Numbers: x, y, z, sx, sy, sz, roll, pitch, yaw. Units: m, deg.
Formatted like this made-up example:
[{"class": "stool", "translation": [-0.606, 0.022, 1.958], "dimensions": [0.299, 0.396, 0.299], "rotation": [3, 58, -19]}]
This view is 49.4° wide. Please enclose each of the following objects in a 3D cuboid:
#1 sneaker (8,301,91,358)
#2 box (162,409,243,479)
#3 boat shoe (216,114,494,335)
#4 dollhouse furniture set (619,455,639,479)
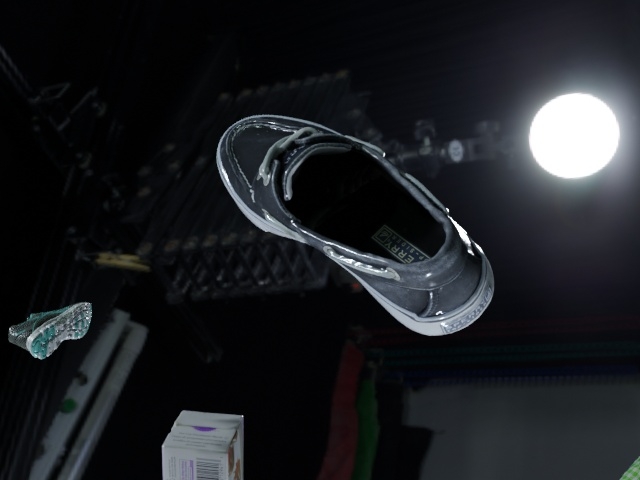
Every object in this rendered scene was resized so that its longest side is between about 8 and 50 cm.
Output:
[{"class": "sneaker", "translation": [-0.441, 0.135, 1.140], "dimensions": [0.166, 0.076, 0.065], "rotation": [-33, -45, -71]}, {"class": "box", "translation": [-0.114, 0.325, 0.695], "dimensions": [0.063, 0.067, 0.323], "rotation": [-66, -21, -70]}, {"class": "boat shoe", "translation": [0.000, -0.041, 0.539], "dimensions": [0.108, 0.301, 0.102], "rotation": [-45, -40, -4]}, {"class": "dollhouse furniture set", "translation": [0.314, 0.233, 0.391], "dimensions": [0.197, 0.301, 0.151], "rotation": [-40, -19, -17]}]
